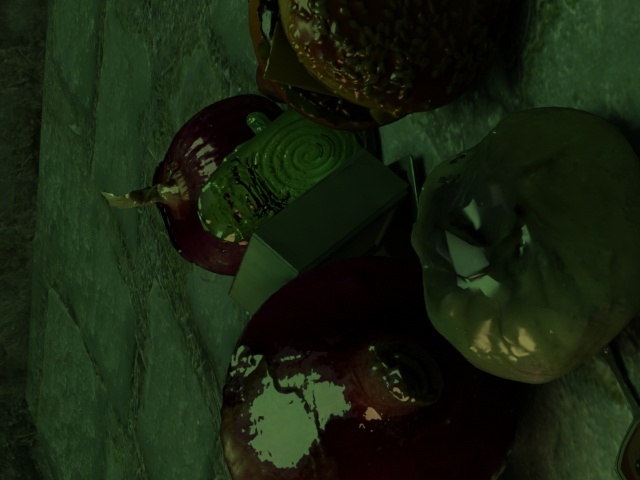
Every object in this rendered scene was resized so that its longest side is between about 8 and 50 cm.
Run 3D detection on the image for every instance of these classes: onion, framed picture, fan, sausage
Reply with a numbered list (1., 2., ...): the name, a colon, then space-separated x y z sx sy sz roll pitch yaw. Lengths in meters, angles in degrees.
1. onion: -0.116 -0.078 1.940 0.256 0.272 0.230 50 153 -11
2. framed picture: 0.080 0.025 1.772 0.296 0.019 0.232 160 104 -66
3. fan: 0.322 0.194 1.280 0.132 0.009 0.220 -59 43 49
4. sausage: -0.047 -0.238 1.933 0.141 0.076 0.076 19 112 59
5. onion: 0.063 0.170 1.418 0.385 0.347 0.348 119 141 -73

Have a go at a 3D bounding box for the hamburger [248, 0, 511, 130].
1. hamburger: 0.062 -0.265 1.453 0.225 0.290 0.291 178 88 -70

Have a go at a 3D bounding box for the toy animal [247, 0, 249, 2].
1. toy animal: -0.068 -0.440 1.910 0.188 0.089 0.179 -46 37 35

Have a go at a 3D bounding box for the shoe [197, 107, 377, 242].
1. shoe: -0.056 -0.102 1.770 0.140 0.262 0.128 56 173 -18

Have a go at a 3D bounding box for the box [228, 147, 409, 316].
1. box: 0.000 0.000 1.638 0.086 0.225 0.129 41 140 14

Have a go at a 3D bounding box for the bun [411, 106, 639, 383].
1. bun: 0.199 0.002 1.276 0.272 0.168 0.273 -13 71 40
